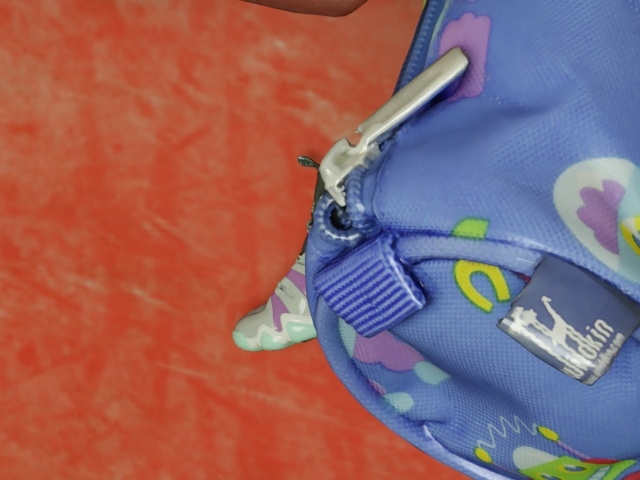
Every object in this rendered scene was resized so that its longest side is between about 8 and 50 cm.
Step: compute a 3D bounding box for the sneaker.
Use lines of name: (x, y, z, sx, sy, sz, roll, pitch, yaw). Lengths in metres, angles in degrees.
sneaker: (0.000, 0.000, 0.655, 0.098, 0.038, 0.069, -23, 92, 10)

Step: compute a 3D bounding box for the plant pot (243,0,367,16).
plant pot: (-0.087, -0.192, 0.434, 0.265, 0.272, 0.272, 16, 107, -13)

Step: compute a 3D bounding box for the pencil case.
pencil case: (0.087, -0.076, 0.479, 0.133, 0.306, 0.119, 35, 149, -24)
